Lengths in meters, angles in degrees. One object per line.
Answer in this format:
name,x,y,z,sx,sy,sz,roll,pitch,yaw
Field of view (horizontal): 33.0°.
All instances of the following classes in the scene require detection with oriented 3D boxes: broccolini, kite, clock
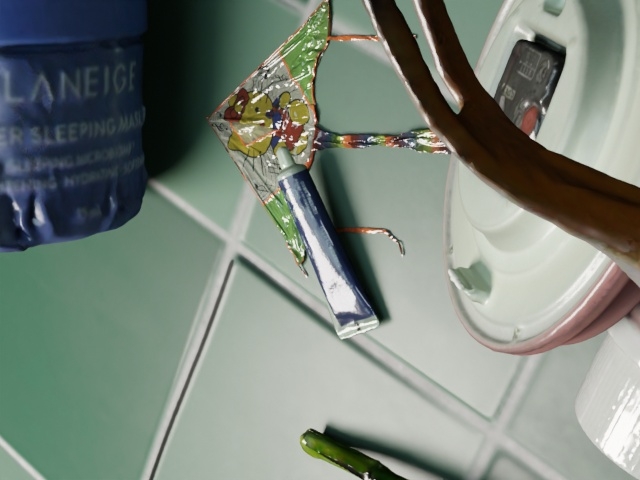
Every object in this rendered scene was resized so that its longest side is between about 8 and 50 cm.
broccolini,0.079,0.175,0.705,0.239,0.051,0.054,16,151,36
kite,0.011,-0.067,0.738,0.244,0.006,0.198,11,103,36
clock,0.119,-0.061,0.543,0.244,0.056,0.244,-164,90,-75

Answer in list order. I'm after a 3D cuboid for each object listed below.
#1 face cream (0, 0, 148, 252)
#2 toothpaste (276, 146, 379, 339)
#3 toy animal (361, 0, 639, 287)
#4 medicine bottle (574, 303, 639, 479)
face cream,-0.248,-0.119,0.779,0.249,0.249,0.225,13,110,35
toothpaste,0.000,0.000,0.741,0.037,0.021,0.140,-23,90,37
toy animal,0.139,0.011,0.376,0.284,0.225,0.302,10,126,20
medicine bottle,0.217,0.001,0.507,0.147,0.147,0.247,34,116,29
